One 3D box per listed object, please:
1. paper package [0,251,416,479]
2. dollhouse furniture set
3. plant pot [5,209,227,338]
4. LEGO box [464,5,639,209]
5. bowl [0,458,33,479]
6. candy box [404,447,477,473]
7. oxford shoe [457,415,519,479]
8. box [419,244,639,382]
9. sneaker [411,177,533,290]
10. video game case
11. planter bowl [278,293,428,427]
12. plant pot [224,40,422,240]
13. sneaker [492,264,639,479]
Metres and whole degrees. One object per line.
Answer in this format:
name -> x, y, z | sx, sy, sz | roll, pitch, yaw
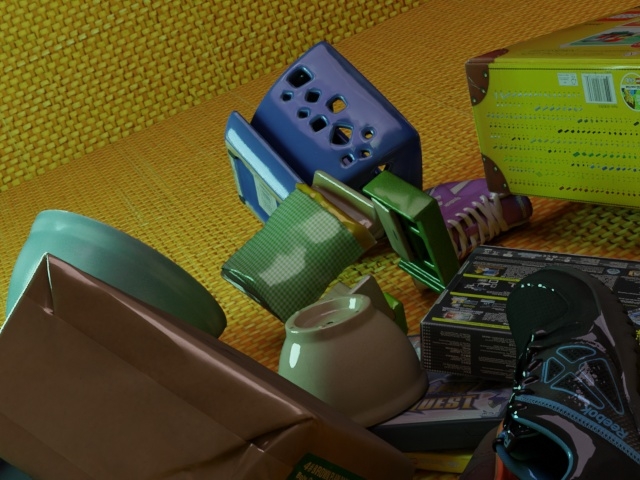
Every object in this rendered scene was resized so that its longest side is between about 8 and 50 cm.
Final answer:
paper package -> -0.109, 0.176, 1.358 | 0.309, 0.325, 0.168 | 28, 85, 23
dollhouse furniture set -> 0.000, 0.000, 1.942 | 0.197, 0.151, 0.301 | -43, 47, -15
plant pot -> -0.296, 0.124, 2.016 | 0.293, 0.293, 0.196 | 1, 56, 51
LEGO box -> 0.488, -0.182, 1.945 | 0.372, 0.193, 0.500 | -19, 16, -28
bowl -> -0.328, 0.297, 1.655 | 0.391, 0.077, 0.391 | -23, 34, 17
candy box -> 0.129, 0.206, 1.625 | 0.206, 0.027, 0.105 | -3, 27, 45
oxford shoe -> 0.158, 0.262, 1.376 | 0.098, 0.097, 0.271 | -43, 7, 32
box -> 0.265, 0.083, 1.625 | 0.270, 0.060, 0.216 | 6, 25, 21
sneaker -> 0.204, -0.027, 2.090 | 0.161, 0.102, 0.282 | -12, 20, 20
video game case -> 0.123, 0.160, 1.669 | 0.274, 0.035, 0.248 | -9, 17, 31
planter bowl -> 0.023, 0.124, 1.632 | 0.162, 0.109, 0.162 | -16, 16, 5
plant pot -> -0.002, -0.111, 2.250 | 0.212, 0.236, 0.236 | -34, 63, -15
sneaker -> 0.218, 0.138, 1.374 | 0.139, 0.125, 0.341 | -2, 34, -13
